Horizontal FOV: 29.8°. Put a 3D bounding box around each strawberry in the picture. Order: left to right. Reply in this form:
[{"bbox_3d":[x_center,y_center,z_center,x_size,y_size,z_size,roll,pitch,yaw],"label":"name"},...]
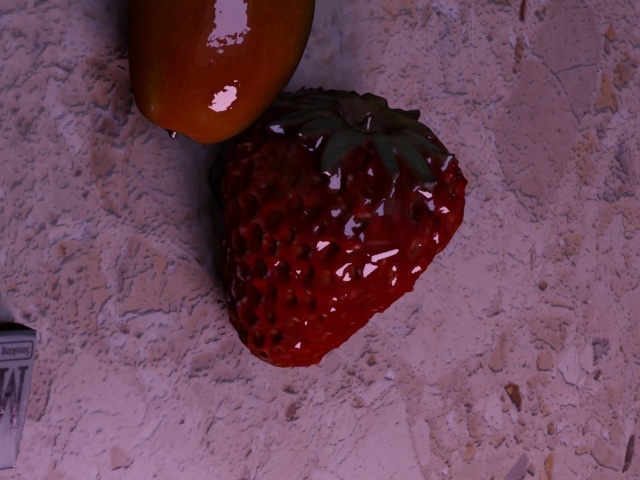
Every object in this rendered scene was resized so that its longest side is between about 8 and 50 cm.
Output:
[{"bbox_3d":[0.000,0.000,1.009,0.205,0.205,0.244,0,125,-35],"label":"strawberry"}]

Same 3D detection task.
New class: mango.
[{"bbox_3d":[-0.073,-0.218,0.917,0.146,0.129,0.289,1,92,-34],"label":"mango"}]

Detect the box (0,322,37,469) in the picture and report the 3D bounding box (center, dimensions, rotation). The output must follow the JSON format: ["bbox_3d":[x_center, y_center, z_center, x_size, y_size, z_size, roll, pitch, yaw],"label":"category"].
[{"bbox_3d":[-0.291,0.120,0.874,0.177,0.036,0.115,0,103,-51],"label":"box"}]
